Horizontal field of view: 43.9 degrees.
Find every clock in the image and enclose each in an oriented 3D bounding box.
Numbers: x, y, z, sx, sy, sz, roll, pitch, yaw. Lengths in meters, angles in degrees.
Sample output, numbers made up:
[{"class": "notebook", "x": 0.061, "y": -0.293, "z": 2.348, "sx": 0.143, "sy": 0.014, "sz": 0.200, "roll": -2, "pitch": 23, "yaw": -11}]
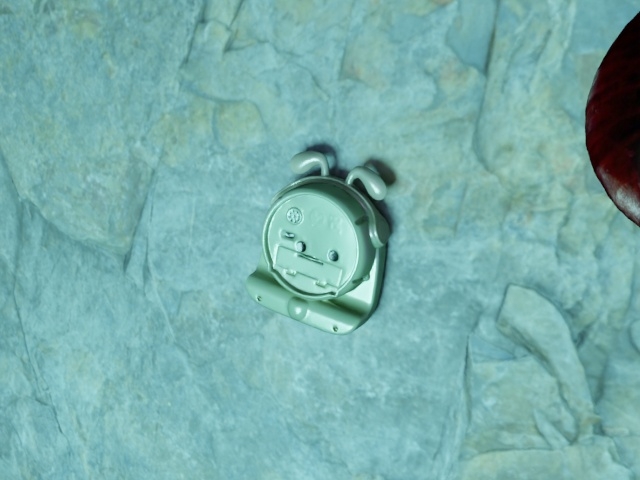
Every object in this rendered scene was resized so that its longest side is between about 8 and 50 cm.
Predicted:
[{"class": "clock", "x": 0.000, "y": 0.000, "z": 0.898, "sx": 0.152, "sy": 0.062, "sz": 0.191, "roll": 19, "pitch": 110, "yaw": 23}]

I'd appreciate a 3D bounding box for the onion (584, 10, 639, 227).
[{"class": "onion", "x": 0.334, "y": -0.101, "z": 0.584, "sx": 0.273, "sy": 0.285, "sz": 0.273, "roll": -6, "pitch": 77, "yaw": 27}]
